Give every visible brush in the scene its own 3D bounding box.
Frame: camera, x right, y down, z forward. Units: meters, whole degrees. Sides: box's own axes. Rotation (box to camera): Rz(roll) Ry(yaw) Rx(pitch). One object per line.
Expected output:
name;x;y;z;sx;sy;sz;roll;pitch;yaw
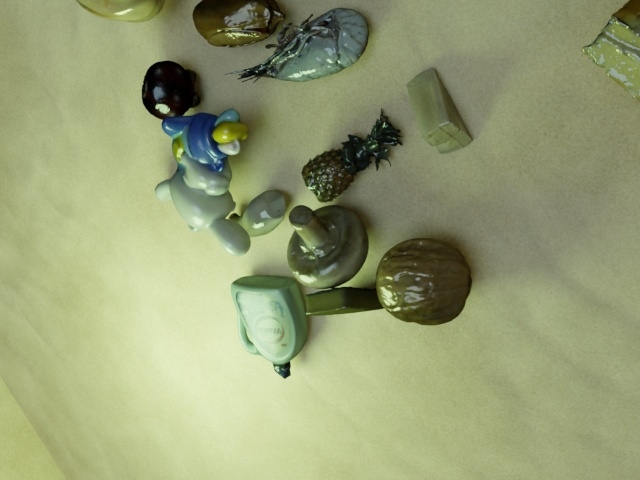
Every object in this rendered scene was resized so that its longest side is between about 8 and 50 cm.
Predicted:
brush;0.060;0.144;1.428;0.123;0.197;0.059;-13;79;31

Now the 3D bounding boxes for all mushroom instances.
mushroom;0.000;0.000;1.386;0.207;0.207;0.215;-5;148;30
mushroom;-0.164;-0.057;1.541;0.212;0.088;0.097;-25;98;40

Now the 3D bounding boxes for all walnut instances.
walnut;-0.188;-0.505;1.363;0.245;0.137;0.137;1;108;28
walnut;0.221;0.093;1.318;0.213;0.213;0.213;10;112;26

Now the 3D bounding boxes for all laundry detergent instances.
laundry detergent;-0.136;0.239;1.626;0.215;0.105;0.280;2;110;28

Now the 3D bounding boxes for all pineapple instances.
pineapple;0.075;-0.184;1.362;0.251;0.125;0.125;-35;89;23

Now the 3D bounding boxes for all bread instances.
bread;0.250;-0.272;1.272;0.077;0.105;0.152;-24;63;34
bread;0.563;-0.292;0.956;0.239;0.246;0.111;39;139;11

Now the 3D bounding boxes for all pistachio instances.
pistachio;-0.493;-0.653;1.428;0.238;0.229;0.321;-33;74;-8

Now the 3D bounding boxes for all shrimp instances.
shrimp;-0.054;-0.419;1.332;0.343;0.116;0.145;-12;101;25

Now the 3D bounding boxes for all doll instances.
doll;-0.285;-0.184;1.505;0.376;0.187;0.365;23;120;22

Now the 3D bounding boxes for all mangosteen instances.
mangosteen;-0.376;-0.377;1.520;0.152;0.152;0.152;10;112;26
